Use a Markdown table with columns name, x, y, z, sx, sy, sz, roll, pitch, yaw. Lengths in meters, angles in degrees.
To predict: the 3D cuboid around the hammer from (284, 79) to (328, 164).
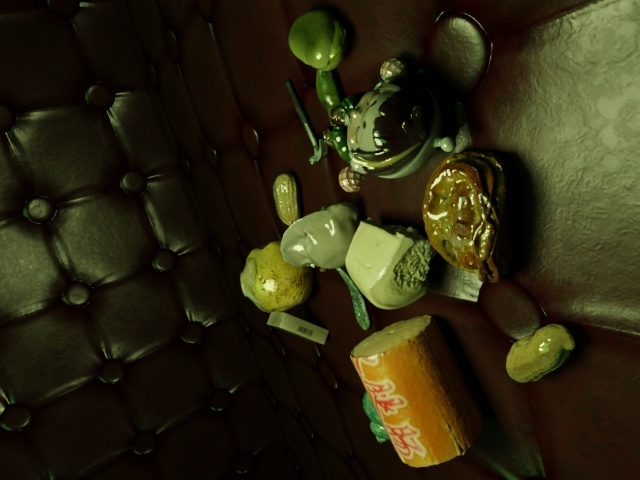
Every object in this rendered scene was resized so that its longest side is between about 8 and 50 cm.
| name | x | y | z | sx | sy | sz | roll | pitch | yaw |
| --- | --- | --- | --- | --- | --- | --- | --- | --- | --- |
| hammer | -0.044 | -0.343 | 1.266 | 0.103 | 0.029 | 0.246 | -27 | 85 | 63 |

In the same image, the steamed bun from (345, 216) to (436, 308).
| name | x | y | z | sx | sy | sz | roll | pitch | yaw |
| --- | --- | --- | --- | --- | --- | --- | --- | --- | --- |
| steamed bun | 0.170 | 0.045 | 1.073 | 0.199 | 0.171 | 0.225 | -67 | 26 | 15 |

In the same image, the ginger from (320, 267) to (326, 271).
| name | x | y | z | sx | sy | sz | roll | pitch | yaw |
| --- | --- | --- | --- | --- | --- | --- | --- | --- | --- |
| ginger | 0.008 | 0.072 | 1.498 | 0.048 | 0.030 | 0.097 | 33 | 150 | 3 |

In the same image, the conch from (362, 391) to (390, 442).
| name | x | y | z | sx | sy | sz | roll | pitch | yaw |
| --- | --- | --- | --- | --- | --- | --- | --- | --- | --- |
| conch | 0.212 | 0.532 | 1.376 | 0.196 | 0.134 | 0.202 | 36 | 139 | 47 |

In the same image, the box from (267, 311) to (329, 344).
| name | x | y | z | sx | sy | sz | roll | pitch | yaw |
| --- | --- | --- | --- | --- | --- | --- | --- | --- | --- |
| box | -0.086 | 0.331 | 1.711 | 0.141 | 0.201 | 0.058 | -12 | 56 | 64 |

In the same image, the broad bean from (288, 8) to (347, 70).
| name | x | y | z | sx | sy | sz | roll | pitch | yaw |
| --- | --- | --- | --- | --- | --- | --- | --- | --- | --- |
| broad bean | -0.007 | -0.459 | 1.023 | 0.124 | 0.082 | 0.174 | -51 | 59 | 23 |

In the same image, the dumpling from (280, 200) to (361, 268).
| name | x | y | z | sx | sy | sz | roll | pitch | yaw |
| --- | --- | --- | --- | --- | --- | --- | --- | --- | --- |
| dumpling | 0.015 | 0.010 | 1.248 | 0.163 | 0.205 | 0.293 | 46 | 139 | 14 |

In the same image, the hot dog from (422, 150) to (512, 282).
| name | x | y | z | sx | sy | sz | roll | pitch | yaw |
| --- | --- | --- | --- | --- | --- | --- | --- | --- | --- |
| hot dog | 0.277 | -0.030 | 0.838 | 0.175 | 0.114 | 0.258 | 21 | 128 | 56 |

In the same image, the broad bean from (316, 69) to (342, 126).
| name | x | y | z | sx | sy | sz | roll | pitch | yaw |
| --- | --- | --- | --- | --- | --- | --- | --- | --- | --- |
| broad bean | 0.027 | -0.347 | 1.107 | 0.070 | 0.048 | 0.213 | 11 | 116 | 52 |

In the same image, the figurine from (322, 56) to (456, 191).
| name | x | y | z | sx | sy | sz | roll | pitch | yaw |
| --- | --- | --- | --- | --- | --- | --- | --- | --- | --- |
| figurine | 0.117 | -0.228 | 0.928 | 0.370 | 0.167 | 0.281 | 30 | 101 | 62 |

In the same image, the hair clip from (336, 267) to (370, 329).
| name | x | y | z | sx | sy | sz | roll | pitch | yaw |
| --- | --- | --- | --- | --- | --- | --- | --- | --- | --- |
| hair clip | 0.105 | 0.174 | 1.395 | 0.066 | 0.036 | 0.229 | 6 | 122 | 65 |

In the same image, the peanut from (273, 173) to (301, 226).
| name | x | y | z | sx | sy | sz | roll | pitch | yaw |
| --- | --- | --- | --- | --- | --- | --- | --- | --- | --- |
| peanut | -0.111 | -0.133 | 1.488 | 0.093 | 0.083 | 0.194 | 38 | 142 | 44 |

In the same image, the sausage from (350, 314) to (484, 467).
| name | x | y | z | sx | sy | sz | roll | pitch | yaw |
| --- | --- | --- | --- | --- | --- | --- | --- | --- | --- |
| sausage | 0.230 | 0.359 | 1.104 | 0.287 | 0.233 | 0.233 | 65 | 153 | 5 |

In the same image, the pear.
| name | x | y | z | sx | sy | sz | roll | pitch | yaw |
| --- | --- | --- | --- | --- | --- | --- | --- | --- | --- |
| pear | -0.153 | 0.129 | 1.630 | 0.271 | 0.271 | 0.271 | 41 | 144 | 40 |

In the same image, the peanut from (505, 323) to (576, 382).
| name | x | y | z | sx | sy | sz | roll | pitch | yaw |
| --- | --- | --- | --- | --- | --- | --- | --- | --- | --- |
| peanut | 0.408 | 0.210 | 0.842 | 0.080 | 0.080 | 0.174 | 53 | 147 | 24 |
